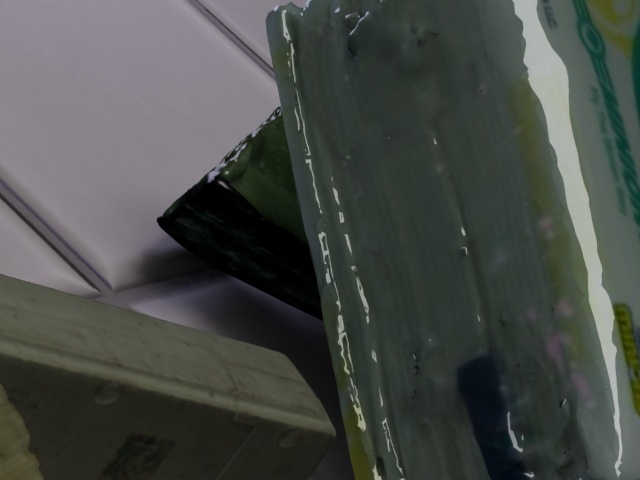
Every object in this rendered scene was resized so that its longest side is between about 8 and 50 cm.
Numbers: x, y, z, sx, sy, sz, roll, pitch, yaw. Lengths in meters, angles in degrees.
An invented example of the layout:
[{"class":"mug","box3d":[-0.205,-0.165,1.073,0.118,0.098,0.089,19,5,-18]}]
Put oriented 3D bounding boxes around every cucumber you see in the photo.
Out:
[{"class":"cucumber","box3d":[0.000,0.000,0.983,0.193,0.086,0.115,32,36,-28]}]

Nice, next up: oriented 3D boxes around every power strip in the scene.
[{"class":"power strip","box3d":[-0.107,0.056,0.687,0.272,0.078,0.052,19,25,-41]}]

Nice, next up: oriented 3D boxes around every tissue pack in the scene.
[{"class":"tissue pack","box3d":[0.161,0.018,0.981,0.388,0.162,0.287,12,61,-51]}]

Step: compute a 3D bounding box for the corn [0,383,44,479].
[{"class":"corn","box3d":[-0.159,0.099,0.440,0.122,0.123,0.305,41,21,4]}]
